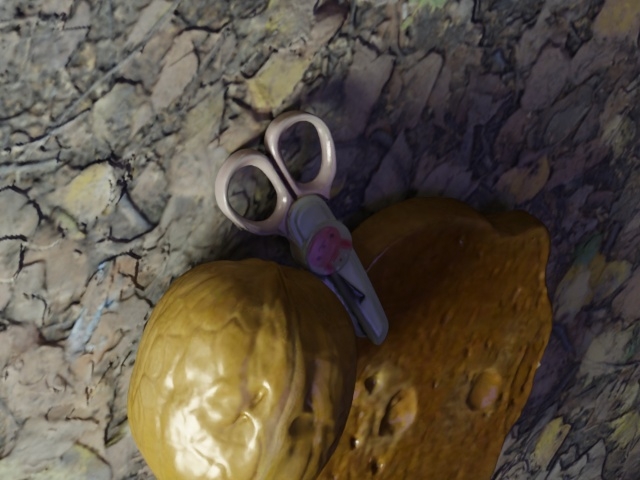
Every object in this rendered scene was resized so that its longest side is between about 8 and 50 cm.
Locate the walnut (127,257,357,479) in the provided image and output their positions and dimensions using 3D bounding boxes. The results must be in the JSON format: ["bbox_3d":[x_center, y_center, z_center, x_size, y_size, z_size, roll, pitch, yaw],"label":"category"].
[{"bbox_3d":[-0.068,0.122,1.535,0.193,0.193,0.225,-9,114,-43],"label":"walnut"}]

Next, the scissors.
[{"bbox_3d":[0.000,0.000,1.582,0.118,0.030,0.242,-42,122,-16],"label":"scissors"}]

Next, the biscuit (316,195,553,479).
[{"bbox_3d":[0.087,0.132,1.797,0.365,0.062,0.385,-5,118,-43],"label":"biscuit"}]
